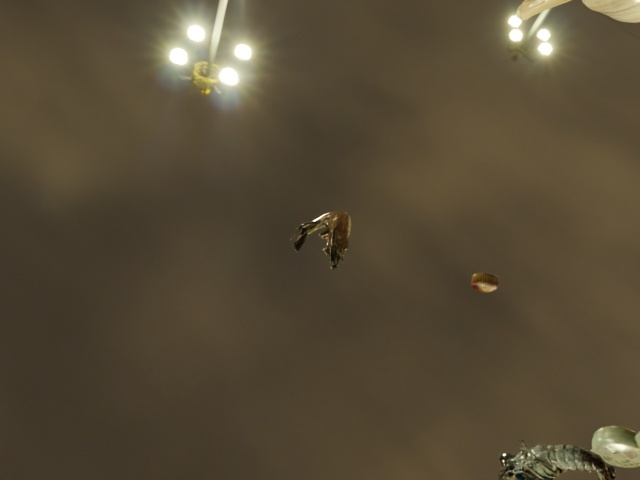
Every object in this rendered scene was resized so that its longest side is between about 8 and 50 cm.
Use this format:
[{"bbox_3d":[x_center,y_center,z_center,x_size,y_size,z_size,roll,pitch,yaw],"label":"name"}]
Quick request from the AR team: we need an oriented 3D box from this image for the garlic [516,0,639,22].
[{"bbox_3d":[0.396,-0.384,0.827,0.199,0.226,0.199,21,-123,-37],"label":"garlic"}]

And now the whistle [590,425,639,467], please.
[{"bbox_3d":[0.769,0.490,1.354,0.126,0.258,0.067,38,-130,-10],"label":"whistle"}]

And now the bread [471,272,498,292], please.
[{"bbox_3d":[0.514,0.137,1.752,0.085,0.085,0.053,12,-109,-14],"label":"bread"}]

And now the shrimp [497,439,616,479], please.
[{"bbox_3d":[0.342,0.326,0.835,0.082,0.174,0.076,-27,-81,-52],"label":"shrimp"}]

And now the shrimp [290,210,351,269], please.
[{"bbox_3d":[0.000,0.000,1.323,0.152,0.046,0.219,-16,-145,13],"label":"shrimp"}]
